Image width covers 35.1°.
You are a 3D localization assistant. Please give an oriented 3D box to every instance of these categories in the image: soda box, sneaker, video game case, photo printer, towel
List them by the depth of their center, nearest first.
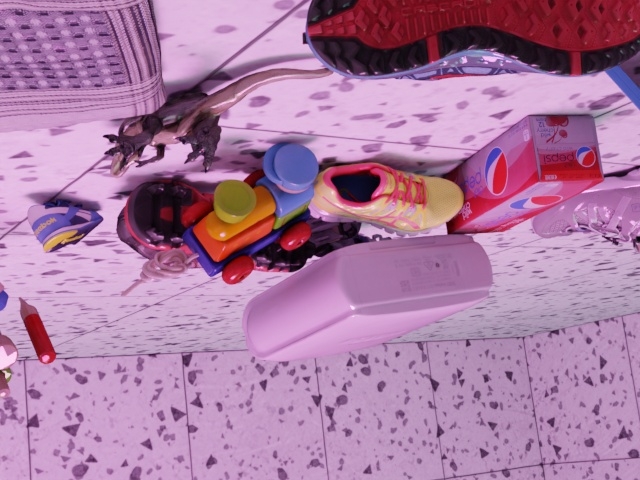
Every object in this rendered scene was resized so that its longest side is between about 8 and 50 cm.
[{"bbox_3d":[-0.282,-0.140,0.740,0.324,0.056,0.312,-4,168,-7],"label":"towel"},{"bbox_3d":[0.115,-0.172,0.770,0.262,0.104,0.125,-1,-175,-6],"label":"sneaker"},{"bbox_3d":[0.343,-0.124,1.028,0.015,0.119,0.166,-42,155,19],"label":"video game case"},{"bbox_3d":[0.086,-0.057,1.272,0.209,0.081,0.094,0,162,-11],"label":"sneaker"},{"bbox_3d":[0.244,-0.076,1.275,0.092,0.083,0.263,-3,167,-17],"label":"soda box"},{"bbox_3d":[-0.324,-0.027,1.293,0.053,0.059,0.144,-41,178,10],"label":"sneaker"},{"bbox_3d":[-0.142,-0.009,1.320,0.276,0.097,0.135,11,163,-33],"label":"sneaker"},{"bbox_3d":[0.050,0.089,1.414,0.256,0.107,0.307,-5,165,-34],"label":"photo printer"},{"bbox_3d":[0.435,-0.036,1.492,0.105,0.115,0.281,5,164,-45],"label":"sneaker"}]

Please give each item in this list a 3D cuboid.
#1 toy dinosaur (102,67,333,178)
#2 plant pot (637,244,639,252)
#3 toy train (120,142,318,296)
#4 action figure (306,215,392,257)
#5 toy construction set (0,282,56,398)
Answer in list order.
[{"bbox_3d":[-0.123,-0.105,0.932,0.268,0.064,0.118,-15,-157,31],"label":"toy dinosaur"},{"bbox_3d":[0.540,-0.036,1.599,0.109,0.096,0.109,-4,168,-7],"label":"plant pot"},{"bbox_3d":[-0.113,-0.017,1.154,0.248,0.105,0.143,-31,166,-25],"label":"toy train"},{"bbox_3d":[0.000,0.000,1.498,0.185,0.099,0.285,-5,167,31],"label":"action figure"},{"bbox_3d":[-0.516,0.065,1.317,0.309,0.257,0.237,24,-164,-38],"label":"toy construction set"}]
